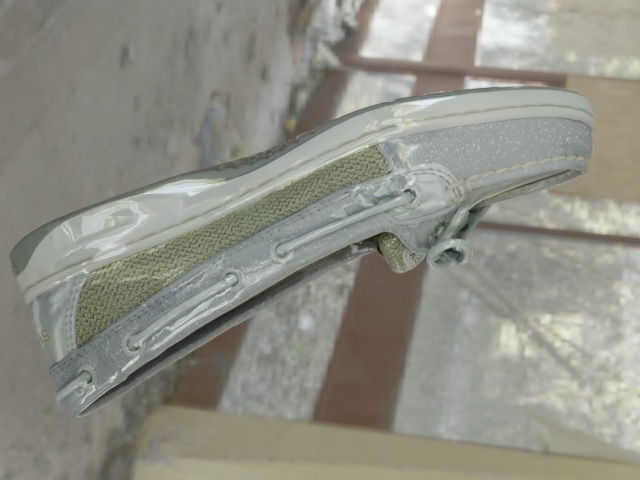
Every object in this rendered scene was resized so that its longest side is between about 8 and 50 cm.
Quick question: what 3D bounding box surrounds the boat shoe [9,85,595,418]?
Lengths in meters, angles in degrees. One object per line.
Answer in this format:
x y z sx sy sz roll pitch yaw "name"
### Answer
-0.001 0.000 0.717 0.118 0.320 0.103 99 -27 -82 "boat shoe"
